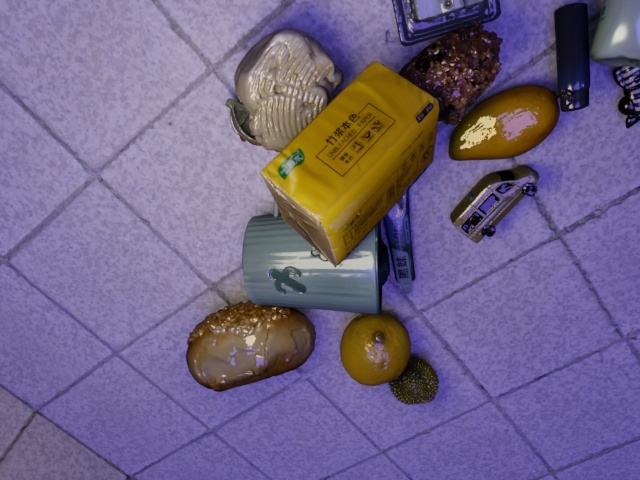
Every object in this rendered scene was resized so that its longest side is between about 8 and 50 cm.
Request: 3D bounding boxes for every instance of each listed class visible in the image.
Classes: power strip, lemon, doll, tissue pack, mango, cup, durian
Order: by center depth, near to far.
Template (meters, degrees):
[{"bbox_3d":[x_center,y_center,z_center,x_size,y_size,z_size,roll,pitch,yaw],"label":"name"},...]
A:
[{"bbox_3d":[0.286,-0.615,1.130,0.250,0.092,0.257,-12,113,13],"label":"power strip"},{"bbox_3d":[0.077,-0.171,1.147,0.228,0.293,0.382,38,79,19],"label":"tissue pack"},{"bbox_3d":[0.804,-0.391,1.238,0.090,0.067,0.220,-19,110,16],"label":"doll"},{"bbox_3d":[0.485,-0.301,1.279,0.316,0.119,0.177,-21,114,20],"label":"mango"},{"bbox_3d":[0.003,0.013,1.405,0.391,0.401,0.310,-1,155,8],"label":"cup"},{"bbox_3d":[0.173,0.356,1.580,0.228,0.228,0.254,19,122,-7],"label":"lemon"},{"bbox_3d":[0.316,0.489,1.697,0.198,0.146,0.159,8,122,14],"label":"durian"}]

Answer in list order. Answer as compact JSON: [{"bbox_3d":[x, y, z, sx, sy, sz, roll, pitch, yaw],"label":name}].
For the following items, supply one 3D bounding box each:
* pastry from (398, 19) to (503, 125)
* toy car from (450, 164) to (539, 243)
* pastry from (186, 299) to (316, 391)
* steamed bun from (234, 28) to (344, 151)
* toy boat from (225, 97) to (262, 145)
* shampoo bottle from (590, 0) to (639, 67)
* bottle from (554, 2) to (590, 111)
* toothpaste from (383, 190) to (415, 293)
[{"bbox_3d":[0.311,-0.384,1.161,0.274,0.275,0.193,-31,99,18],"label":"pastry"},{"bbox_3d":[0.491,-0.119,1.381,0.124,0.101,0.257,33,116,-10],"label":"toy car"},{"bbox_3d":[-0.220,0.313,1.517,0.409,0.409,0.245,-16,82,11],"label":"pastry"},{"bbox_3d":[-0.079,-0.369,1.224,0.289,0.203,0.276,32,107,-35],"label":"steamed bun"},{"bbox_3d":[-0.188,-0.310,1.321,0.185,0.089,0.071,37,158,-19],"label":"toy boat"},{"bbox_3d":[0.718,-0.573,1.067,0.151,0.221,0.350,20,109,36],"label":"shampoo bottle"},{"bbox_3d":[0.607,-0.436,1.169,0.082,0.072,0.245,-11,97,-36],"label":"bottle"},{"bbox_3d":[0.243,-0.004,1.477,0.098,0.061,0.393,-8,116,10],"label":"toothpaste"}]
